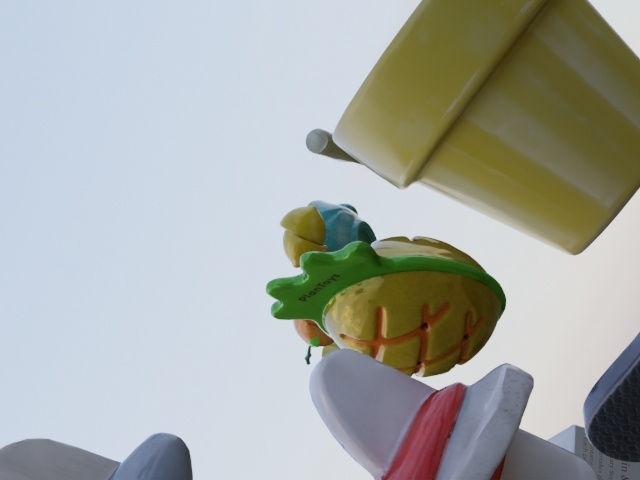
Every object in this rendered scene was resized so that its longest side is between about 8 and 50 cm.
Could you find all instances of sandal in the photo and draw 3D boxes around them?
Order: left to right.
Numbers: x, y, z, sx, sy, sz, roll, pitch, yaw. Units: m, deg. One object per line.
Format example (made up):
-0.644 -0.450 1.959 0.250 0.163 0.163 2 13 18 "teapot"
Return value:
0.270 0.057 1.178 0.254 0.097 0.054 -50 21 33 "sandal"

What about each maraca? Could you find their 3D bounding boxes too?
0.049 0.044 1.198 0.127 0.186 0.099 -42 45 39 "maraca"

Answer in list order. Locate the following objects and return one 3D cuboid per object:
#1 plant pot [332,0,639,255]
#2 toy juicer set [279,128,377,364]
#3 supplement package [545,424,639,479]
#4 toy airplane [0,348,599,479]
0.178 -0.120 1.465 0.254 0.239 0.254 -53 -1 -2 "plant pot"
0.000 0.000 1.892 0.209 0.089 0.329 43 -139 -51 "toy juicer set"
0.303 0.329 1.611 0.198 0.263 0.199 135 149 -56 "supplement package"
0.036 0.243 0.922 0.386 0.384 0.272 -19 1 -8 "toy airplane"
